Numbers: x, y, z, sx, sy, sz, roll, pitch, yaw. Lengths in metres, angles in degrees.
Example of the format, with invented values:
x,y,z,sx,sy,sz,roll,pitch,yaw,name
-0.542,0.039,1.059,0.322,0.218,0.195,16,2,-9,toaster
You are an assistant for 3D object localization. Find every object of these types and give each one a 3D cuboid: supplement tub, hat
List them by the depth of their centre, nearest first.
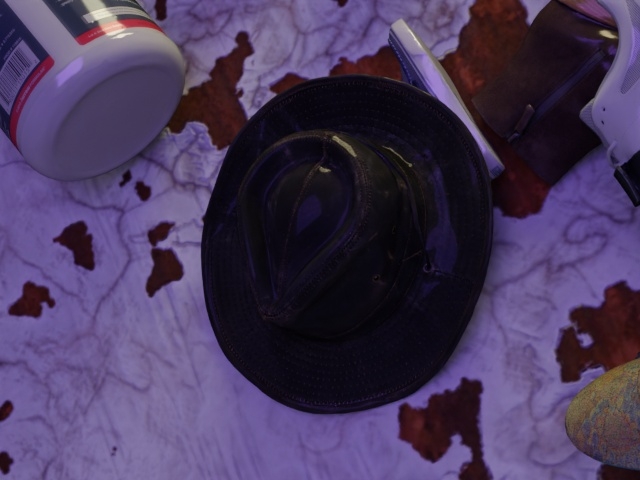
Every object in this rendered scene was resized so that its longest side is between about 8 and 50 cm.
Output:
x,y,z,sx,sy,sz,roll,pitch,yaw,name
0.000,0.000,1.412,0.331,0.134,0.331,-1,87,22,hat
-0.284,-0.212,1.562,0.191,0.191,0.272,-42,66,3,supplement tub

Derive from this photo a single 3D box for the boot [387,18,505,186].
x,y,z,sx,sy,sz,roll,pitch,yaw,name
0.095,-0.121,1.476,0.086,0.069,0.190,-34,68,13,boot

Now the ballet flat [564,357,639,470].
x,y,z,sx,sy,sz,roll,pitch,yaw,name
0.373,0.115,1.218,0.348,0.123,0.123,-1,74,5,ballet flat

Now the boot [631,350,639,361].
x,y,z,sx,sy,sz,roll,pitch,yaw,name
0.329,0.199,1.303,0.229,0.091,0.263,36,78,24,boot

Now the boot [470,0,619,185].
x,y,z,sx,sy,sz,roll,pitch,yaw,name
0.288,-0.128,1.423,0.248,0.090,0.207,45,106,19,boot

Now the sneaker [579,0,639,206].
x,y,z,sx,sy,sz,roll,pitch,yaw,name
0.304,-0.078,1.322,0.146,0.122,0.330,-4,89,30,sneaker
